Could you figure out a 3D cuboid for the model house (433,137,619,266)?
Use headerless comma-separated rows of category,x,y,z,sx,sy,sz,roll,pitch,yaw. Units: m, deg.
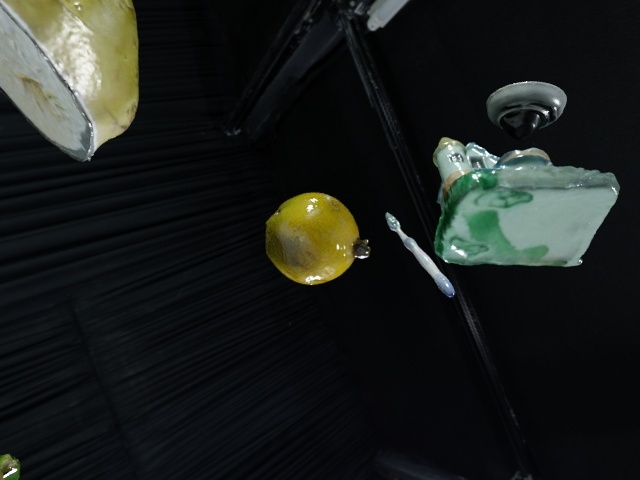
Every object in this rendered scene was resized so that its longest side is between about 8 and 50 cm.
model house,0.347,-0.127,0.796,0.325,0.267,0.194,-87,176,-48

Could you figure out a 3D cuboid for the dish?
dish,0.393,-0.233,0.784,0.141,0.141,0.078,-6,-111,55

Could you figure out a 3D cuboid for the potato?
potato,-0.362,-0.283,0.594,0.246,0.196,0.299,27,-34,21

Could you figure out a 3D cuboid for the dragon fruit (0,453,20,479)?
dragon fruit,-0.403,0.277,0.339,0.193,0.274,0.192,-11,-86,22

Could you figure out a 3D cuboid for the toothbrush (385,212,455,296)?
toothbrush,0.175,0.017,0.748,0.027,0.021,0.269,45,11,-32

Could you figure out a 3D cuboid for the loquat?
loquat,0.000,0.000,0.930,0.246,0.213,0.213,14,-59,21
